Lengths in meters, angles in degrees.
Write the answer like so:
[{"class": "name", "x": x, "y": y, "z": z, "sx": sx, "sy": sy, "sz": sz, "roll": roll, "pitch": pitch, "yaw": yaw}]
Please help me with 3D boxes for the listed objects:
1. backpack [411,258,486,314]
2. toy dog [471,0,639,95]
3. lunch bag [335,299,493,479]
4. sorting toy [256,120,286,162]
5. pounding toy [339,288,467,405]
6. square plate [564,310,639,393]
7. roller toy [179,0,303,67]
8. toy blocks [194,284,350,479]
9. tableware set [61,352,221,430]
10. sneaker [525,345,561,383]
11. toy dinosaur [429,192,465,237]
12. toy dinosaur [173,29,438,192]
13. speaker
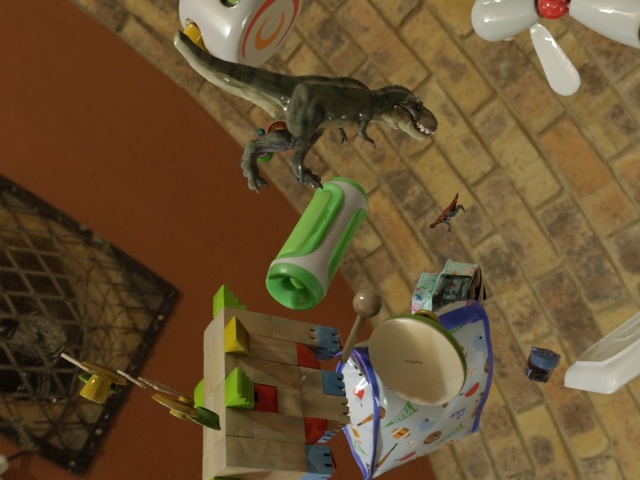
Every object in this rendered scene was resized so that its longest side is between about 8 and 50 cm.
[{"class": "backpack", "x": 0.350, "y": 0.176, "z": 1.735, "sx": 0.253, "sy": 0.191, "sz": 0.225, "roll": -51, "pitch": -37, "yaw": -45}, {"class": "toy dog", "x": 0.396, "y": -0.304, "z": 0.884, "sx": 0.333, "sy": 0.220, "sz": 0.161, "roll": 34, "pitch": -178, "yaw": 37}, {"class": "lunch bag", "x": 0.207, "y": 0.316, "z": 1.480, "sx": 0.328, "sy": 0.385, "sz": 0.239, "roll": -20, "pitch": -132, "yaw": -20}, {"class": "sorting toy", "x": -0.107, "y": -0.208, "z": 1.333, "sx": 0.061, "sy": 0.102, "sz": 0.042, "roll": 44, "pitch": -175, "yaw": -8}, {"class": "pounding toy", "x": 0.169, "y": 0.184, "z": 1.184, "sx": 0.237, "sy": 0.183, "sz": 0.110, "roll": 24, "pitch": -144, "yaw": 22}, {"class": "square plate", "x": 0.671, "y": 0.192, "z": 1.328, "sx": 0.049, "sy": 0.344, "sz": 0.347, "roll": 55, "pitch": 180, "yaw": 12}, {"class": "roller toy", "x": -0.138, "y": -0.400, "z": 1.093, "sx": 0.146, "sy": 0.209, "sz": 0.191, "roll": 39, "pitch": -140, "yaw": 11}, {"class": "toy blocks", "x": -0.068, "y": 0.284, "z": 1.145, "sx": 0.261, "sy": 0.191, "sz": 0.381, "roll": 15, "pitch": -133, "yaw": -26}, {"class": "tableware set", "x": -0.164, "y": 0.148, "z": 0.602, "sx": 0.154, "sy": 0.104, "sz": 0.024, "roll": 39, "pitch": -108, "yaw": -52}, {"class": "sneaker", "x": 0.589, "y": 0.338, "z": 1.714, "sx": 0.232, "sy": 0.081, "sz": 0.090, "roll": 14, "pitch": -95, "yaw": -72}, {"class": "toy dinosaur", "x": 0.262, "y": -0.055, "z": 1.356, "sx": 0.047, "sy": 0.082, "sz": 0.090, "roll": -83, "pitch": -30, "yaw": -63}, {"class": "toy dinosaur", "x": -0.020, "y": -0.105, "z": 0.592, "sx": 0.268, "sy": 0.118, "sz": 0.064, "roll": 5, "pitch": -152, "yaw": -33}, {"class": "speaker", "x": 0.000, "y": 0.000, "z": 1.330, "sx": 0.131, "sy": 0.131, "sz": 0.296, "roll": 40, "pitch": -130, "yaw": -12}]
